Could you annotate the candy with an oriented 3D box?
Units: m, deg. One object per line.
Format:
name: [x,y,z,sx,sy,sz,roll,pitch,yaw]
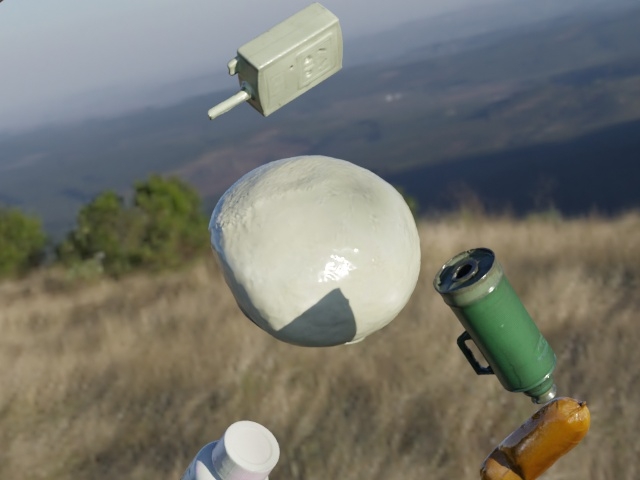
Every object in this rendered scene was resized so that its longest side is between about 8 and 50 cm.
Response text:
candy: [0.000,0.000,1.866,0.295,0.295,0.185,-18,-27,-44]

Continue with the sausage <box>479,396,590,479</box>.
sausage: [0.254,0.239,1.731,0.054,0.062,0.183,-22,-24,-52]

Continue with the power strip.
power strip: [-0.047,-0.173,1.502,0.175,0.075,0.042,-35,57,-21]

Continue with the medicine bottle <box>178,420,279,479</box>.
medicine bottle: [-0.129,0.307,1.724,0.095,0.095,0.260,-18,-26,-41]

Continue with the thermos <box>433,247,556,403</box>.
thermos: [0.195,0.103,1.593,0.083,0.187,0.073,-37,24,-4]

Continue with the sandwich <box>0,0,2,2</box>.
sandwich: [-0.401,-0.267,1.242,0.301,0.271,0.099,-43,38,-11]
